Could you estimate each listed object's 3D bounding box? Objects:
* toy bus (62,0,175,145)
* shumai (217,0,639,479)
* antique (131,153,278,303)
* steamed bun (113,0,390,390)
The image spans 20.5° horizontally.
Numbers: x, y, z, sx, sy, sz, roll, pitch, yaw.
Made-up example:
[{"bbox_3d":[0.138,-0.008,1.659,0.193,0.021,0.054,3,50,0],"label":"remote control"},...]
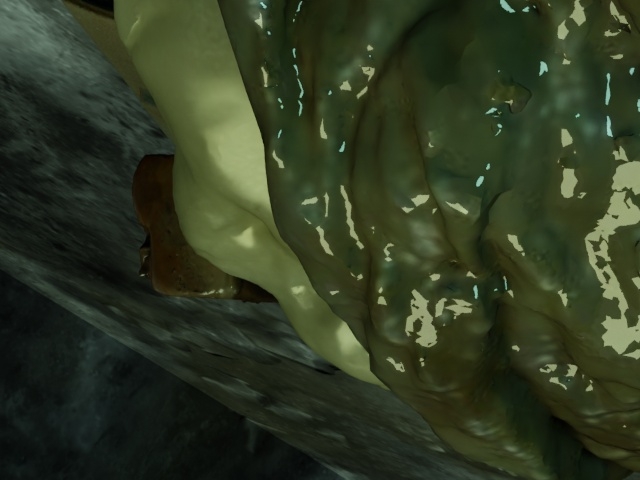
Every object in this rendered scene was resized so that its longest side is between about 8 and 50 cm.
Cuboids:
[{"bbox_3d":[-0.072,-0.121,1.060,0.091,0.103,0.182,20,163,26],"label":"toy bus"},{"bbox_3d":[0.139,-0.074,0.457,0.262,0.267,0.314,0,111,35],"label":"shumai"},{"bbox_3d":[0.000,0.000,1.127,0.093,0.087,0.310,1,177,33],"label":"antique"},{"bbox_3d":[0.083,-0.069,0.723,0.203,0.276,0.289,1,126,36],"label":"steamed bun"}]
